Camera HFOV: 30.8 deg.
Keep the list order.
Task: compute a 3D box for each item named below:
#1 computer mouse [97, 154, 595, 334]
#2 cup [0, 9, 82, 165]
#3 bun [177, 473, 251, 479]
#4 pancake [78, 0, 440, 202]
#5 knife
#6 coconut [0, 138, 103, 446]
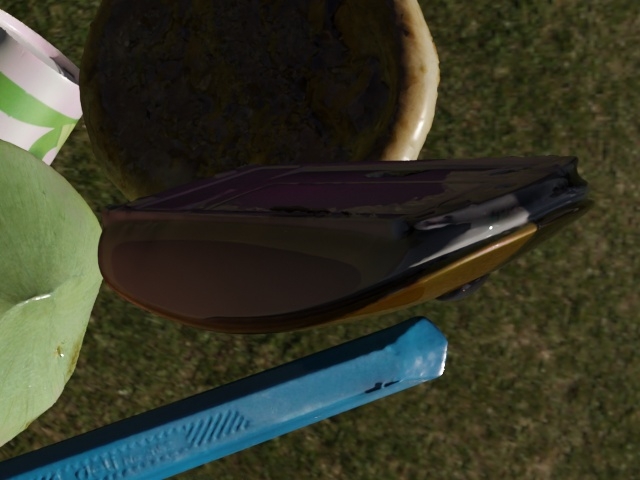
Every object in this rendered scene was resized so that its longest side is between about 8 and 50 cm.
[{"bbox_3d":[0.000,0.000,0.627,0.158,0.310,0.071,-21,105,-38],"label":"computer mouse"},{"bbox_3d":[-0.458,-0.158,1.565,0.253,0.253,0.274,36,96,-28],"label":"cup"},{"bbox_3d":[-0.115,0.293,1.104,0.195,0.195,0.118,-31,120,-24],"label":"bun"},{"bbox_3d":[-0.077,-0.168,1.150,0.071,0.382,0.382,8,90,-70],"label":"pancake"},{"bbox_3d":[-0.079,0.099,0.540,0.297,0.026,0.044,-19,90,-5],"label":"knife"},{"bbox_3d":[-0.344,0.055,1.058,0.328,0.328,0.281,-48,120,-18],"label":"coconut"}]
